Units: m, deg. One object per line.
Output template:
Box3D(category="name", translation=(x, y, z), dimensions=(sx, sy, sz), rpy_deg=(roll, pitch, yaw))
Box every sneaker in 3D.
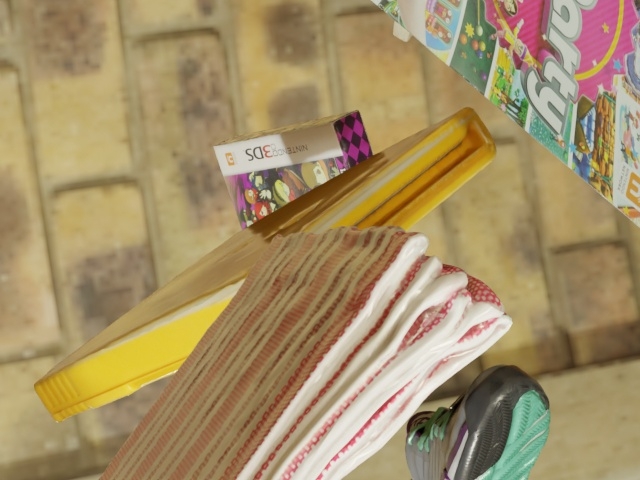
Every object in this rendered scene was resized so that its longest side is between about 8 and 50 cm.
Box3D(category="sneaker", translation=(0.085, 0.134, 1.101), dimensions=(0.098, 0.083, 0.224), rpy_deg=(43, 155, 27))

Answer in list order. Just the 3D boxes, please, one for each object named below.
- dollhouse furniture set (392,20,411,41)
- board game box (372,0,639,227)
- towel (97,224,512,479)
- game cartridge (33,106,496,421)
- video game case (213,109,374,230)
Box3D(category="dollhouse furniture set", translation=(0.187, -0.201, 1.171), dimensions=(0.374, 0.201, 0.152), rpy_deg=(31, 167, 9))
Box3D(category="board game box", translation=(0.125, -0.170, 0.810), dimensions=(0.303, 0.097, 0.224), rpy_deg=(46, 146, 41))
Box3D(category="towel", translation=(-0.026, 0.061, 0.443), dimensions=(0.029, 0.144, 0.197), rpy_deg=(38, 173, -9))
Box3D(category="game cartridge", translation=(-0.049, 0.026, 1.337), dimensions=(0.323, 0.285, 0.053), rpy_deg=(-28, 97, 49))
Box3D(category="video game case", translation=(0.000, 0.000, 1.648), dimensions=(0.210, 0.042, 0.232), rpy_deg=(-5, 106, 55))
